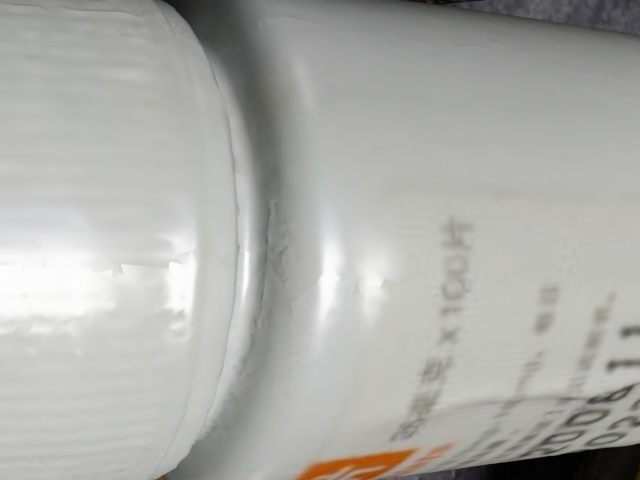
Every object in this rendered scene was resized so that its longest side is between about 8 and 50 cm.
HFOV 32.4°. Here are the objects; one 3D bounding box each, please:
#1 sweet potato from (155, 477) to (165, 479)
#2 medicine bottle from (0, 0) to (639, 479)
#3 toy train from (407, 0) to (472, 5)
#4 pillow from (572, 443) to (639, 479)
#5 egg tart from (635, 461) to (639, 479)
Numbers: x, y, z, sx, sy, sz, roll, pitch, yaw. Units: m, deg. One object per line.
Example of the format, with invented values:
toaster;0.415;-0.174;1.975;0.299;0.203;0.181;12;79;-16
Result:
sweet potato;-0.115;0.209;0.489;0.095;0.106;0.354;31;77;0
medicine bottle;0.000;0.000;0.468;0.372;0.211;0.211;0;96;-31
toy train;0.032;-0.232;0.524;0.177;0.134;0.260;7;90;-42
pillow;0.246;0.129;0.787;0.131;0.038;0.232;40;72;-34
egg tart;0.320;0.196;0.717;0.443;0.178;0.443;-23;120;-47
